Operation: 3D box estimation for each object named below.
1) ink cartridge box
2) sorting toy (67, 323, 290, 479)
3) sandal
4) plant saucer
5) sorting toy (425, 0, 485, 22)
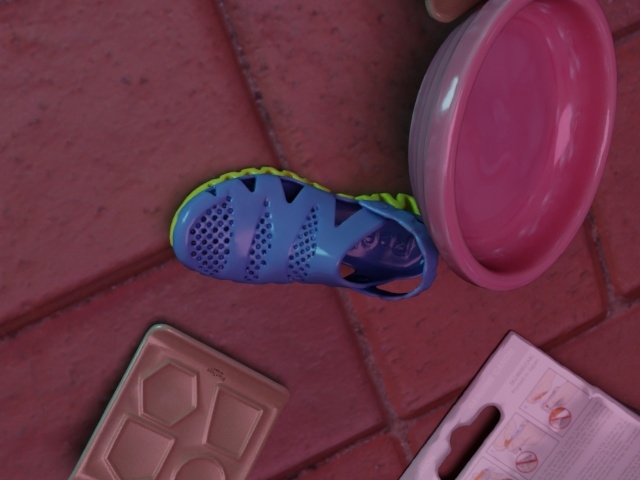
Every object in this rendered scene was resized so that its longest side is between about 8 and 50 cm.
[{"bbox_3d":[0.305,0.333,1.387,0.385,0.091,0.308,34,96,-9],"label":"ink cartridge box"},{"bbox_3d":[-0.157,0.221,1.181,0.193,0.038,0.208,32,83,-25],"label":"sorting toy"},{"bbox_3d":[0.000,0.000,1.118,0.318,0.138,0.126,1,110,-17],"label":"sandal"},{"bbox_3d":[0.200,-0.114,1.113,0.332,0.084,0.332,-22,120,-44],"label":"plant saucer"},{"bbox_3d":[0.201,-0.371,1.042,0.307,0.041,0.229,-37,142,-39],"label":"sorting toy"}]
